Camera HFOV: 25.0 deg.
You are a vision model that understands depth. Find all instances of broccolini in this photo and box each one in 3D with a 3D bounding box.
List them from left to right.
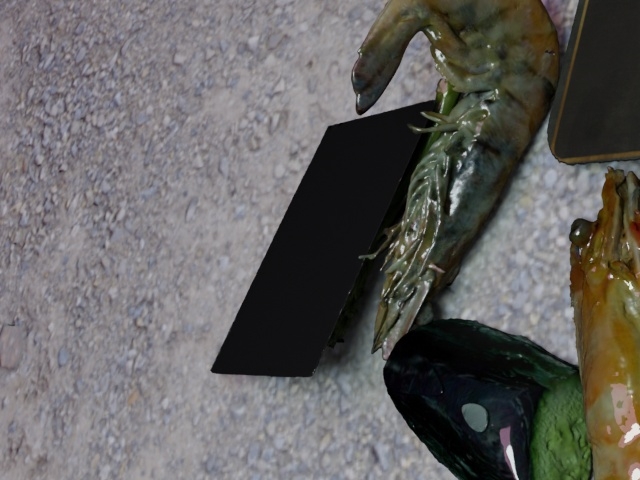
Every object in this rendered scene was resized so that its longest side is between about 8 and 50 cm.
[{"bbox_3d":[0.049,-0.021,1.142,0.239,0.054,0.051,-59,28,2],"label":"broccolini"}]

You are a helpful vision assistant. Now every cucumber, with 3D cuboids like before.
[{"bbox_3d":[0.116,0.119,0.987,0.193,0.085,0.115,33,98,54],"label":"cucumber"}]

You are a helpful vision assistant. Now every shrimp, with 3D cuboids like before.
[{"bbox_3d":[0.072,-0.063,1.045,0.058,0.169,0.296,25,89,61],"label":"shrimp"},{"bbox_3d":[0.226,0.067,0.915,0.154,0.062,0.294,-25,56,20],"label":"shrimp"}]

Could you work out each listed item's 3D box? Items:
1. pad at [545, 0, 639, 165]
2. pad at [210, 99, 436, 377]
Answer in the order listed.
[{"bbox_3d":[0.277,-0.209,0.916,0.375,0.063,0.315,-2,68,56],"label":"pad"},{"bbox_3d":[0.000,0.000,1.148,0.163,0.004,0.243,-6,55,59],"label":"pad"}]
